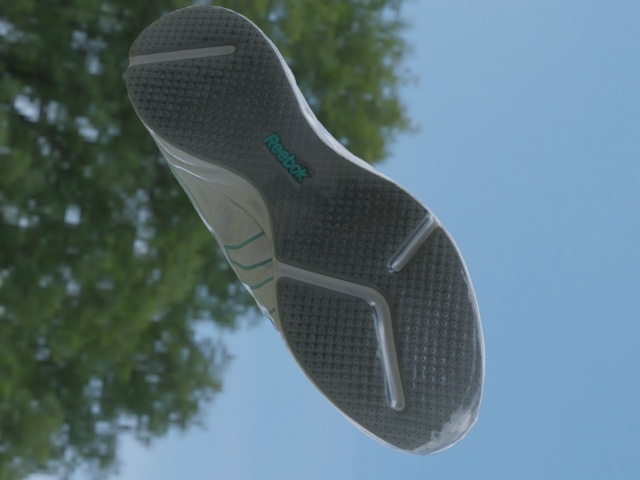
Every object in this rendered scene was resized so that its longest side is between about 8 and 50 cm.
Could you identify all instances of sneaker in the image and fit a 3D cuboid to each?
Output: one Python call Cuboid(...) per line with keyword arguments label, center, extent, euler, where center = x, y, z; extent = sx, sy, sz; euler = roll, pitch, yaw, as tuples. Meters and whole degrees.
Cuboid(label="sneaker", center=(0.000, 0.000, 0.507), extent=(0.152, 0.054, 0.061), euler=(55, -8, 27))
